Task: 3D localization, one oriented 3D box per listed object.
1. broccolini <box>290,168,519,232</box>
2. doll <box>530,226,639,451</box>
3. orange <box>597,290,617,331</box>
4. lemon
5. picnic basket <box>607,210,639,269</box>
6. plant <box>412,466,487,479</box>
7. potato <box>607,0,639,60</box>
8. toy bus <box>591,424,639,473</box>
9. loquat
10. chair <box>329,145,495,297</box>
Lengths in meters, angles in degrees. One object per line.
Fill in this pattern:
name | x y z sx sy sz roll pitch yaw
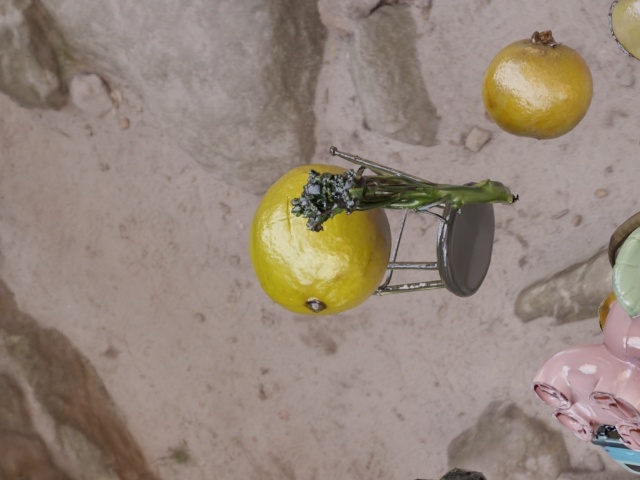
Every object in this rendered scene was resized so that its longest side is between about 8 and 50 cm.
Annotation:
broccolini | 0.083 -0.036 0.660 0.123 0.271 0.062 14 102 49
doll | 0.449 0.140 0.962 0.284 0.268 0.216 50 154 -22
orange | 0.666 0.170 1.492 0.134 0.156 0.157 -19 88 -9
lemon | 0.000 0.000 1.378 0.297 0.297 0.297 7 103 32
picnic basket | 0.637 0.044 1.146 0.337 0.337 0.293 49 159 15
plant | 0.210 0.485 1.185 0.164 0.256 0.142 -11 96 44
potato | 0.612 -0.344 1.162 0.261 0.100 0.120 16 83 13
toy bus | 0.619 0.289 1.288 0.165 0.271 0.133 44 152 -22
loquat | 0.555 -0.401 1.808 0.274 0.275 0.275 7 103 32
chair | 0.243 -0.023 1.952 0.410 0.362 0.365 7 78 35
